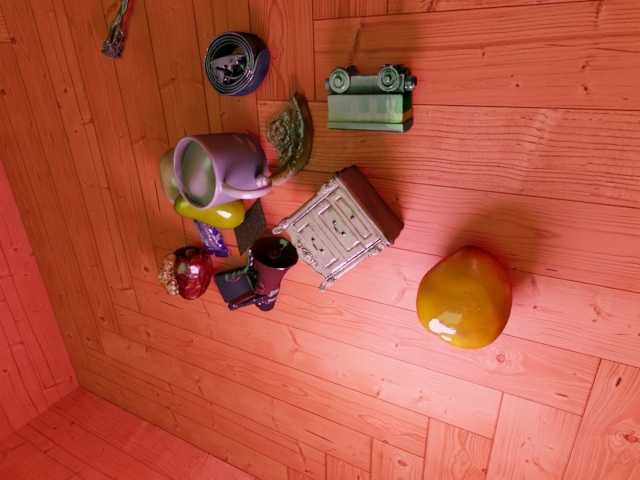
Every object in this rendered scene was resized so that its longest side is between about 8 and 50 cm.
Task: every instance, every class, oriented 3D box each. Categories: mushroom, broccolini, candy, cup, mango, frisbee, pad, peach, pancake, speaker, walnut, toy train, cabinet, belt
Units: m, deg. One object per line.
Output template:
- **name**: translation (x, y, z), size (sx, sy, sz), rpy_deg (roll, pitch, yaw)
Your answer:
- **mushroom**: translation (-0.576, -0.268, 1.741), size (0.246, 0.203, 0.246), rpy_deg (177, 90, -71)
- **broccolini**: translation (-0.796, -0.916, 1.654), size (0.074, 0.079, 0.392), rpy_deg (49, 120, 15)
- **candy**: translation (-0.510, -0.040, 1.876), size (0.145, 0.070, 0.275), rpy_deg (3, 123, 37)
- **cup**: translation (-0.322, -0.250, 1.512), size (0.357, 0.275, 0.259), rpy_deg (31, 125, 28)
- **mango**: translation (-0.445, -0.135, 1.680), size (0.175, 0.293, 0.143), rpy_deg (-57, 38, 34)
- **frisbee**: translation (-0.320, 0.119, 1.833), size (0.211, 0.012, 0.187), rpy_deg (3, 102, -3)
- **pad**: translation (-0.298, -0.055, 1.733), size (0.235, 0.003, 0.158), rpy_deg (-43, 53, 36)
- **peach**: translation (0.461, 0.181, 1.299), size (0.289, 0.289, 0.307), rpy_deg (28, 85, 16)
- **pancake**: translation (-0.127, -0.365, 1.512), size (0.197, 0.054, 0.376), rpy_deg (26, 121, 19)
- **speaker**: translation (-0.229, 0.183, 1.695), size (0.198, 0.259, 0.329), rpy_deg (21, 121, 6)
- **walnut**: translation (-0.626, 0.161, 1.924), size (0.222, 0.244, 0.268), rpy_deg (28, 127, 36)
- **toy train**: translation (0.149, -0.439, 1.275), size (0.301, 0.120, 0.202), rpy_deg (10, 119, 27)
- **cabinet**: translation (0.060, -0.042, 1.412), size (0.318, 0.227, 0.290), rpy_deg (-38, 91, 26)
- **belt**: translation (-0.293, -0.625, 1.448), size (0.268, 0.116, 0.206), rpy_deg (-10, 102, 36)

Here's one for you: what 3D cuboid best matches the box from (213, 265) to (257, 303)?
- **box**: translation (-0.393, 0.210, 1.935), size (0.230, 0.050, 0.160), rpy_deg (-14, 104, 34)
